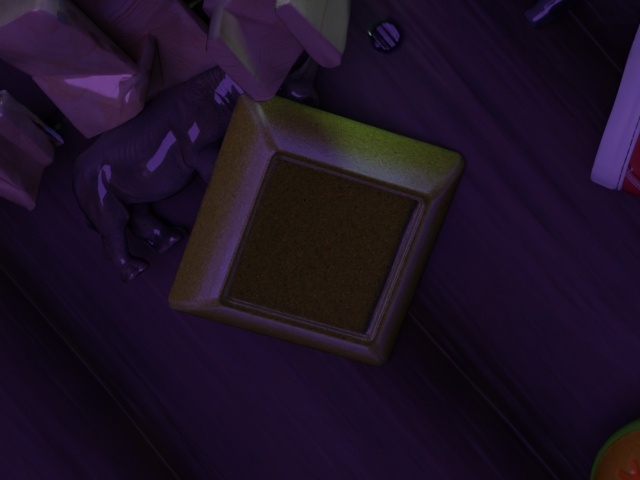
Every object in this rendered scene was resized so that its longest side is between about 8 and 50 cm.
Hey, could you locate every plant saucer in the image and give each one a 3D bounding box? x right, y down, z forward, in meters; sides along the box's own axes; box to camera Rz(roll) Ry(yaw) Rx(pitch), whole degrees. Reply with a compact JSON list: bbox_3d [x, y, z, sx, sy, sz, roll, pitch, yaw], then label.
[{"bbox_3d":[0.000,0.000,1.515,0.188,0.045,0.188,16,106,-14],"label":"plant saucer"}]

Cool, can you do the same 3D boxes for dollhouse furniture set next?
[{"bbox_3d":[-0.227,-0.260,1.429,0.362,0.256,0.394,-23,131,29],"label":"dollhouse furniture set"}]

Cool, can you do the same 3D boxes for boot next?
[{"bbox_3d":[0.312,-0.128,1.424,0.176,0.088,0.244,17,118,9],"label":"boot"}]

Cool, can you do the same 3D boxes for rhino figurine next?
[{"bbox_3d":[-0.095,-0.080,1.544,0.243,0.073,0.106,-39,94,16],"label":"rhino figurine"}]

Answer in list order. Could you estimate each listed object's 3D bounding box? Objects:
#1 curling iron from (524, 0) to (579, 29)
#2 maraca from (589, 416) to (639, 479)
[{"bbox_3d":[0.252,-0.253,1.438,0.068,0.035,0.274,32,116,-34],"label":"curling iron"},{"bbox_3d":[0.263,0.199,1.508,0.127,0.099,0.186,28,131,3],"label":"maraca"}]
